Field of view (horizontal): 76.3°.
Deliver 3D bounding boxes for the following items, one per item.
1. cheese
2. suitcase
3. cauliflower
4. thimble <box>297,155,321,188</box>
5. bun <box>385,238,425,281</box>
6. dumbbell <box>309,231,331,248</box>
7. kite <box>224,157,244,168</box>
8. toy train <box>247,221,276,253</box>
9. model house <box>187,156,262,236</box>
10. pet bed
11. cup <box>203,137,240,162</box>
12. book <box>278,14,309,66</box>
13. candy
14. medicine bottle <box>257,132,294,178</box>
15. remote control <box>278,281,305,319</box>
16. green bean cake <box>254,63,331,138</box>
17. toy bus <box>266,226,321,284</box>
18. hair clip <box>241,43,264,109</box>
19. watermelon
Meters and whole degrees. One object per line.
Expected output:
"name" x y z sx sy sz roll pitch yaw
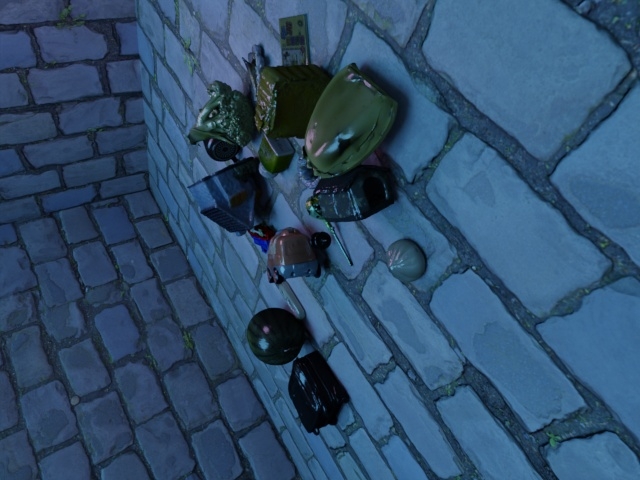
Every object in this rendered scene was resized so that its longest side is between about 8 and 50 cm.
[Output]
"cheese" 0.065 -0.318 1.158 0.315 0.128 0.259 -52 47 21
"suitcase" -0.035 0.758 2.049 0.339 0.189 0.344 54 149 33
"cauliflower" -0.421 -0.537 1.761 0.326 0.282 0.260 81 -171 -48
"thimble" 0.004 -0.248 1.403 0.151 0.118 0.127 14 120 56
"bun" 0.244 0.070 1.245 0.138 0.094 0.138 41 143 41
"dumbbell" 0.000 0.000 1.602 0.147 0.070 0.069 -1 107 68
"kite" -0.432 -0.380 2.026 0.011 0.139 0.156 61 -169 -12
"toy train" -0.282 -0.013 2.040 0.204 0.083 0.130 21 128 52
"model house" -0.408 -0.184 1.963 0.360 0.298 0.338 -3 113 59
"pet bed" 0.100 -0.159 1.249 0.211 0.183 0.159 3 117 60
"cup" -0.489 -0.479 2.023 0.176 0.169 0.223 52 177 33
"book" -0.090 -0.661 1.401 0.168 0.013 0.192 29 131 48
"candy" 0.039 -0.033 1.529 0.083 0.091 0.305 -27 92 50
"medicine bottle" -0.193 -0.347 1.683 0.131 0.088 0.188 58 148 17
"remote control" -0.149 0.305 2.061 0.221 0.042 0.078 55 148 22
"green bean cake" -0.095 -0.452 1.330 0.131 0.230 0.223 57 146 31
"toy bus" -0.129 0.061 1.713 0.288 0.194 0.231 176 83 -73
"hair clip" -0.257 -0.641 1.629 0.146 0.075 0.256 36 143 46
"watermelon" -0.226 0.486 2.062 0.359 0.279 0.278 27 131 63
